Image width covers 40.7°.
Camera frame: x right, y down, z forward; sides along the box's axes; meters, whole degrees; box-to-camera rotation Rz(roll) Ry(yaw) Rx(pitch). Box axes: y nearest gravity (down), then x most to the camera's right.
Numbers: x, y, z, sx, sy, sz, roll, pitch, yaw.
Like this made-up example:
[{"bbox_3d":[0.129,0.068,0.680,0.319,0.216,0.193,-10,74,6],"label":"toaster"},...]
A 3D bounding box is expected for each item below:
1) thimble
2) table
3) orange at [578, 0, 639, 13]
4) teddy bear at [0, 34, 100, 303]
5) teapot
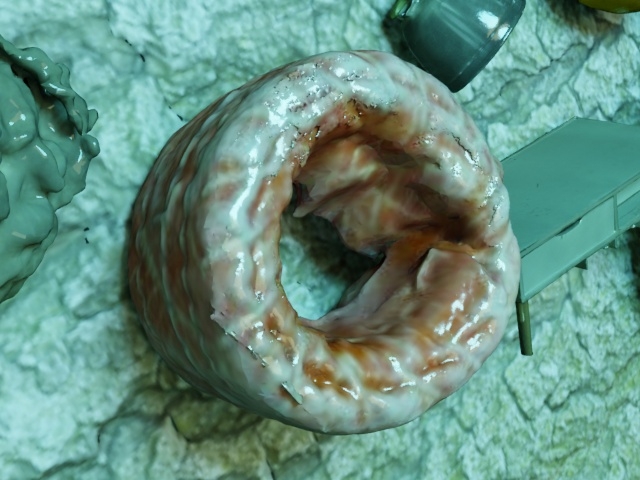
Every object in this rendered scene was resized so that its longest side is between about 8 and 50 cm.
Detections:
[{"bbox_3d":[0.000,0.000,0.562,0.239,0.162,0.239,4,82,-30],"label":"thimble"},{"bbox_3d":[0.196,-0.005,0.717,0.240,0.121,0.111,-29,120,-31],"label":"table"},{"bbox_3d":[0.268,-0.281,0.777,0.156,0.124,0.156,18,65,-44],"label":"orange"},{"bbox_3d":[-0.261,-0.064,0.372,0.367,0.224,0.357,9,95,-34],"label":"teddy bear"},{"bbox_3d":[0.103,-0.184,0.699,0.091,0.124,0.092,36,109,-9],"label":"teapot"}]
